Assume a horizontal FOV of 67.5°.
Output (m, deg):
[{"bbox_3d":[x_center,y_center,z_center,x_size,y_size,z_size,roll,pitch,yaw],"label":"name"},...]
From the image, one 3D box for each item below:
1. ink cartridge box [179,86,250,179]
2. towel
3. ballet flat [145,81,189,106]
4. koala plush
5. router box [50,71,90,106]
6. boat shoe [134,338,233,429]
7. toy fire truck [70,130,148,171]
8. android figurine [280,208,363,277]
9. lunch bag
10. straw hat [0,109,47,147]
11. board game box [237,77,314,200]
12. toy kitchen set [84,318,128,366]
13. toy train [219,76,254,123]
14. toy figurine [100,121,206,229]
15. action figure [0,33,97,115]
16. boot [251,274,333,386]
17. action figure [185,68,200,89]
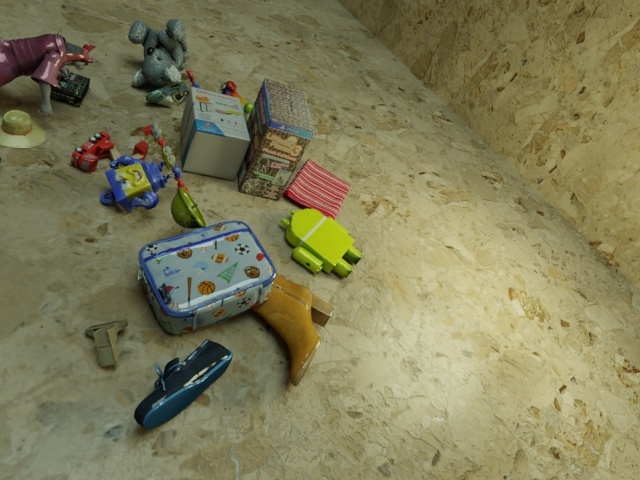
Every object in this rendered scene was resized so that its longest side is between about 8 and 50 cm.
[{"bbox_3d":[-0.343,-0.342,1.528,0.171,0.168,0.233,7,45,-28],"label":"ink cartridge box"},{"bbox_3d":[-0.006,-0.180,1.703,0.198,0.031,0.275,31,39,-4],"label":"towel"},{"bbox_3d":[-0.522,-0.502,1.664,0.070,0.070,0.188,36,43,4],"label":"ballet flat"},{"bbox_3d":[-0.560,-0.626,1.682,0.196,0.203,0.221,-3,57,3],"label":"koala plush"},{"bbox_3d":[-0.773,-0.471,1.473,0.092,0.038,0.122,16,42,-21],"label":"router box"},{"bbox_3d":[-0.290,0.289,0.984,0.089,0.109,0.258,35,22,14],"label":"boat shoe"},{"bbox_3d":[-0.590,-0.244,1.355,0.135,0.047,0.192,29,40,-7],"label":"toy fire truck"},{"bbox_3d":[0.000,0.000,1.498,0.273,0.056,0.248,36,39,3],"label":"android figurine"},{"bbox_3d":[-0.278,0.074,1.149,0.303,0.115,0.243,-17,58,-29],"label":"lunch bag"},{"bbox_3d":[-0.803,-0.310,1.267,0.144,0.061,0.144,18,41,-17],"label":"straw hat"},{"bbox_3d":[-0.156,-0.319,1.535,0.141,0.291,0.232,11,44,-25],"label":"board game box"},{"bbox_3d":[-0.447,0.213,0.999,0.068,0.075,0.083,-10,6,4],"label":"toy kitchen set"},{"bbox_3d":[-0.311,-0.526,1.805,0.143,0.105,0.248,25,38,-26],"label":"toy train"},{"bbox_3d":[-0.466,-0.120,1.283,0.217,0.191,0.363,-25,68,-14],"label":"toy figurine"},{"bbox_3d":[-0.796,-0.499,1.277,0.370,0.276,0.248,-19,49,-16],"label":"action figure"},{"bbox_3d":[-0.097,0.209,1.193,0.211,0.104,0.295,27,34,0],"label":"boot"},{"bbox_3d":[-0.463,-0.577,1.746,0.030,0.115,0.038,-19,57,-2],"label":"action figure"}]
